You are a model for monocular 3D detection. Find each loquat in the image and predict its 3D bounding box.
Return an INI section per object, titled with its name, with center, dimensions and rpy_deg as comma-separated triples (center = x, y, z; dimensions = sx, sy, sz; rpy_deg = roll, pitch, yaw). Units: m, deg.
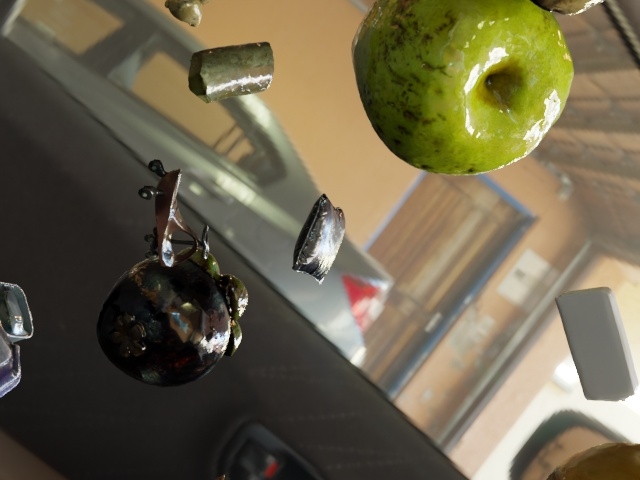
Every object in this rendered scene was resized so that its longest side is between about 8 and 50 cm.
[loquat]
center = 0.471, 0.444, 1.732
dimensions = 0.283, 0.276, 0.276
rpy_deg = 10, 19, -38

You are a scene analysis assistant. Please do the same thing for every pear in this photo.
[pear]
center = 0.228, -0.293, 1.935
dimensions = 0.391, 0.391, 0.391
rpy_deg = 38, 2, -1

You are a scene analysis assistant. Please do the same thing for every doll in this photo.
[doll]
center = -0.168, -0.336, 1.551
dimensions = 0.061, 0.093, 0.051
rpy_deg = 6, -30, 46

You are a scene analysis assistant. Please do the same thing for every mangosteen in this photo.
[mangosteen]
center = -0.235, 0.126, 1.853
dimensions = 0.243, 0.243, 0.243
rpy_deg = 38, 2, -1

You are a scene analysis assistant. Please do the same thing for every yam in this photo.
[yam]
center = -0.117, -0.216, 1.452
dimensions = 0.146, 0.070, 0.069
rpy_deg = -19, 47, -42

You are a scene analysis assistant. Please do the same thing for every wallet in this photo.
[wallet]
center = 0.427, 0.162, 1.742
dimensions = 0.033, 0.095, 0.190
rpy_deg = -32, 106, -52

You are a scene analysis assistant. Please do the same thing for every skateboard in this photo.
[skateboard]
center = -0.184, -0.027, 1.454
dimensions = 0.080, 0.151, 0.067
rpy_deg = 5, 40, 2

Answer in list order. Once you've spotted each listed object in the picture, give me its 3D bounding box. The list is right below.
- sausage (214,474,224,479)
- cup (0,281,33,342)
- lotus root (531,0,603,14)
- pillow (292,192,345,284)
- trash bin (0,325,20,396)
[sausage]
center = -0.209, 0.485, 1.666
dimensions = 0.076, 0.302, 0.103
rpy_deg = 40, -20, -20
[cup]
center = -0.545, 0.133, 1.877
dimensions = 0.128, 0.129, 0.095
rpy_deg = 19, 52, -70
[lotus root]
center = 0.337, -0.354, 1.357
dimensions = 0.118, 0.221, 0.125
rpy_deg = 34, 36, -28
[pillow]
center = 0.000, 0.000, 1.900
dimensions = 0.055, 0.141, 0.208
rpy_deg = 17, -2, 11
[trash bin]
center = -0.465, 0.141, 1.223
dimensions = 0.184, 0.234, 0.162
rpy_deg = 56, 31, -4
